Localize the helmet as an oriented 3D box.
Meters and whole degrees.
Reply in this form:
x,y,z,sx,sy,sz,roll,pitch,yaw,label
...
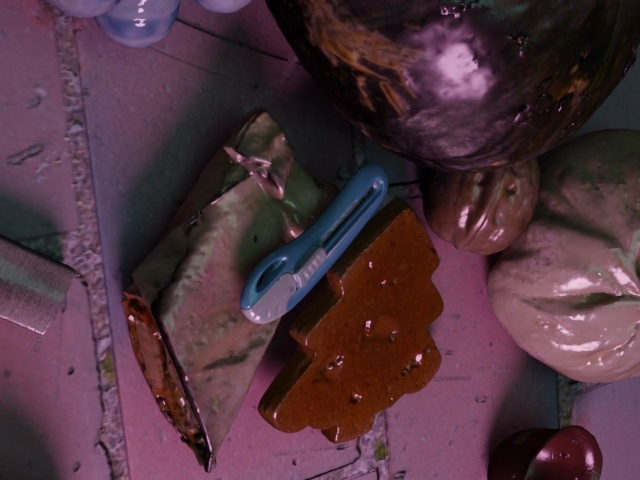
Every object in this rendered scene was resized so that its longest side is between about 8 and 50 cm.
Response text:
x,y,z,sx,sy,sz,roll,pitch,yaw,label
0.292,0.314,1.128,0.175,0.106,0.155,-25,110,-31,helmet

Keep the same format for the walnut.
x,y,z,sx,sy,sz,roll,pitch,yaw,label
0.197,-0.065,1.014,0.140,0.140,0.162,11,103,-33,walnut

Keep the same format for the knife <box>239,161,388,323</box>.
x,y,z,sx,sy,sz,roll,pitch,yaw,label
0.000,0.000,0.840,0.222,0.031,0.064,-47,125,-24,knife

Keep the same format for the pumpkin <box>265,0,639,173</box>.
x,y,z,sx,sy,sz,roll,pitch,yaw,label
0.154,-0.294,0.836,0.454,0.344,0.455,-5,99,-35,pumpkin

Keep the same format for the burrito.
x,y,z,sx,sy,sz,roll,pitch,yaw,label
-0.103,0.043,0.846,0.175,0.107,0.348,31,78,-23,burrito

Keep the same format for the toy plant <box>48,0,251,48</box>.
x,y,z,sx,sy,sz,roll,pitch,yaw,label
-0.152,-0.313,0.692,0.247,0.247,0.332,-22,146,-30,toy plant

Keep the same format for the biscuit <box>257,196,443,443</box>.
x,y,z,sx,sy,sz,roll,pitch,yaw,label
0.058,0.092,0.947,0.278,0.043,0.302,-2,114,-43,biscuit

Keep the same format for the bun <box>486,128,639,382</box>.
x,y,z,sx,sy,sz,roll,pitch,yaw,label
0.408,0.025,1.108,0.365,0.219,0.366,-9,105,-34,bun

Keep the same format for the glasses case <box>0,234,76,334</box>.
x,y,z,sx,sy,sz,roll,pitch,yaw,label
-0.324,0.013,0.731,0.205,0.047,0.071,31,79,-32,glasses case
